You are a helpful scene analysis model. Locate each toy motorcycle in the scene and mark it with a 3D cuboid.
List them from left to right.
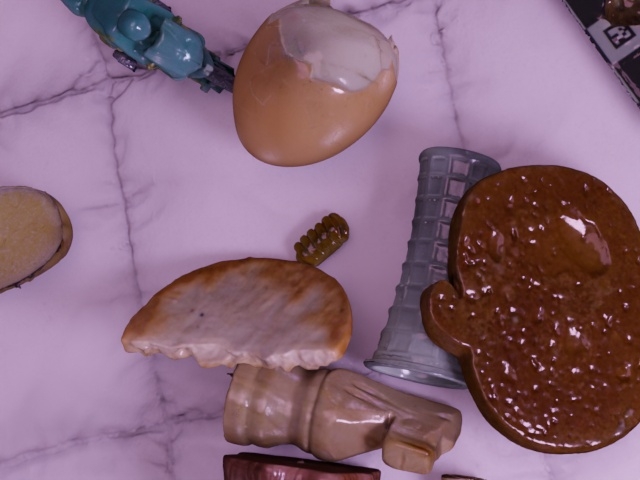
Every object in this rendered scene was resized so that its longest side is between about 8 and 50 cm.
[{"bbox_3d":[-0.255,-0.291,2.084,0.296,0.198,0.109,33,94,20],"label":"toy motorcycle"}]

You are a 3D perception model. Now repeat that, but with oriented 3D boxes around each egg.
[{"bbox_3d":[-0.015,-0.206,2.002,0.201,0.201,0.244,45,107,18],"label":"egg"}]

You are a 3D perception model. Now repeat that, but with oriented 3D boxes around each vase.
[{"bbox_3d":[0.154,0.034,1.947,0.143,0.143,0.299,9,78,17],"label":"vase"}]

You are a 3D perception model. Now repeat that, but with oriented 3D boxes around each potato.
[{"bbox_3d":[-0.446,0.012,2.140,0.200,0.081,0.164,-24,66,7],"label":"potato"}]

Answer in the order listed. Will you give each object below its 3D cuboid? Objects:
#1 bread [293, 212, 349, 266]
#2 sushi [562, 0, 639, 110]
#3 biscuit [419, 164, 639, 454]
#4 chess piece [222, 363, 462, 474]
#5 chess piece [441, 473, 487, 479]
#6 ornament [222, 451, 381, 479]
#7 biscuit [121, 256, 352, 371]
[{"bbox_3d":[0.000,0.000,2.044,0.088,0.033,0.049,-39,66,6],"label":"bread"},{"bbox_3d":[0.509,-0.337,1.954,0.343,0.064,0.359,-35,72,8],"label":"sushi"},{"bbox_3d":[0.275,0.088,1.879,0.314,0.063,0.367,-5,81,-13],"label":"biscuit"},{"bbox_3d":[0.031,0.229,1.951,0.301,0.137,0.137,10,82,14],"label":"chess piece"},{"bbox_3d":[0.175,0.388,1.914,0.060,0.060,0.172,4,83,16],"label":"chess piece"},{"bbox_3d":[-0.034,0.390,1.904,0.235,0.221,0.218,0,82,57],"label":"ornament"},{"bbox_3d":[-0.094,0.096,1.989,0.309,0.040,0.204,2,38,19],"label":"biscuit"}]
